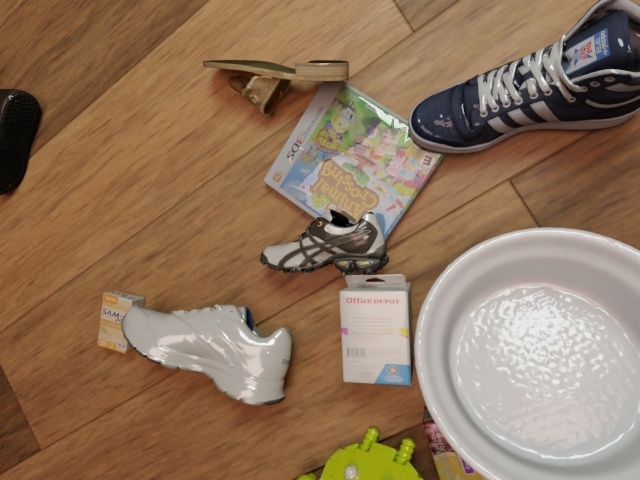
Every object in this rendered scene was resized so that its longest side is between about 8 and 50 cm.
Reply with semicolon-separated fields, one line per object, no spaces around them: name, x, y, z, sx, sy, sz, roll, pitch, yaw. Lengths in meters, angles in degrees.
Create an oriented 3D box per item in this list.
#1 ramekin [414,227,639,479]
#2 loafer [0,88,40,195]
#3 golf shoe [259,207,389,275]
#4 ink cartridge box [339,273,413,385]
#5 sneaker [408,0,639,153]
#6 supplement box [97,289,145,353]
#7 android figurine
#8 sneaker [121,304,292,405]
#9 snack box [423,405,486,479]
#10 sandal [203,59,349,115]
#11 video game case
ramekin;0.256;0.136;0.465;0.277;0.135;0.277;-8;66;19
loafer;-0.602;-0.184;0.770;0.078;0.080;0.220;31;96;22
golf shoe;0.000;0.000;0.593;0.198;0.077;0.094;-2;99;23
ink cartridge box;0.082;0.117;0.578;0.092;0.090;0.143;-1;92;16
sneaker;0.243;-0.181;0.476;0.282;0.153;0.099;-6;80;14
supplement box;-0.356;0.144;0.731;0.062;0.036;0.098;10;95;14
android figurine;0.049;0.387;0.537;0.248;0.273;0.056;-3;134;44
sneaker;-0.178;0.156;0.661;0.297;0.111;0.129;17;82;10
snack box;0.264;0.297;0.546;0.207;0.070;0.174;-19;86;14
sandal;-0.073;-0.224;0.609;0.240;0.088;0.079;11;119;23
video game case;0.046;-0.112;0.611;0.212;0.023;0.193;36;102;11
